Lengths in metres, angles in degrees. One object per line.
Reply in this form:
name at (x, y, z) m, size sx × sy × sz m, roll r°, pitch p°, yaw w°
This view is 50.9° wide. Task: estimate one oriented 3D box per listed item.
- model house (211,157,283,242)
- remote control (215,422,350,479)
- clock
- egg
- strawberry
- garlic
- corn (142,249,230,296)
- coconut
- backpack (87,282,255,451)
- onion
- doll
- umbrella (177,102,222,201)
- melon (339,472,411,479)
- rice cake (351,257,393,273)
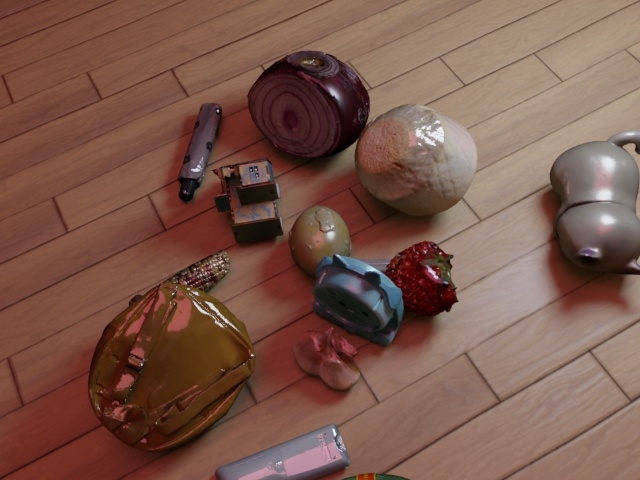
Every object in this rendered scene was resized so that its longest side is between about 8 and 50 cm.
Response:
model house at (-0.189, -0.102, 1.796) m, size 0.178 × 0.271 × 0.206 m, roll -11°, pitch 95°, yaw -4°
remote control at (-0.086, 0.503, 1.500) m, size 0.294 × 0.051 × 0.103 m, roll -19°, pitch 59°, yaw -7°
clock at (0.079, 0.130, 1.577) m, size 0.224 × 0.274 × 0.094 m, roll 22°, pitch 64°, yaw 19°
egg at (0.000, 0.002, 1.730) m, size 0.164 × 0.164 × 0.201 m, roll -5°, pitch 52°, yaw 2°
strawberry at (0.237, 0.104, 1.649) m, size 0.202 × 0.184 × 0.186 m, roll -22°, pitch 77°, yaw 20°
garlic at (0.020, 0.280, 1.600) m, size 0.174 × 0.099 × 0.124 m, roll 39°, pitch 84°, yaw 23°
corn at (-0.339, 0.113, 1.735) m, size 0.253 × 0.086 × 0.086 m, roll -33°, pitch 62°, yaw -17°
coconut at (0.255, -0.206, 1.773) m, size 0.329 × 0.328 × 0.328 m, roll -2°, pitch 59°, yaw 4°
backpack at (-0.352, 0.283, 1.542) m, size 0.378 × 0.201 × 0.353 m, roll -42°, pitch 89°, yaw -19°
onion at (-0.016, -0.402, 1.907) m, size 0.337 × 0.281 × 0.260 m, roll 17°, pitch 42°, yaw 25°
doll at (0.700, -0.087, 1.697) m, size 0.215 × 0.226 × 0.370 m, roll 20°, pitch 69°, yaw -19°
umbrella at (-0.355, -0.262, 1.969) m, size 0.073 × 0.067 × 0.337 m, roll 1°, pitch 60°, yaw 19°
melon at (0.115, 0.569, 1.367) m, size 0.288 × 0.182 × 0.182 m, roll -3°, pitch 59°, yaw 3°
rice cake at (0.124, 0.066, 1.692) m, size 0.207 × 0.047 × 0.036 m, roll 0°, pitch 17°, yaw -28°
